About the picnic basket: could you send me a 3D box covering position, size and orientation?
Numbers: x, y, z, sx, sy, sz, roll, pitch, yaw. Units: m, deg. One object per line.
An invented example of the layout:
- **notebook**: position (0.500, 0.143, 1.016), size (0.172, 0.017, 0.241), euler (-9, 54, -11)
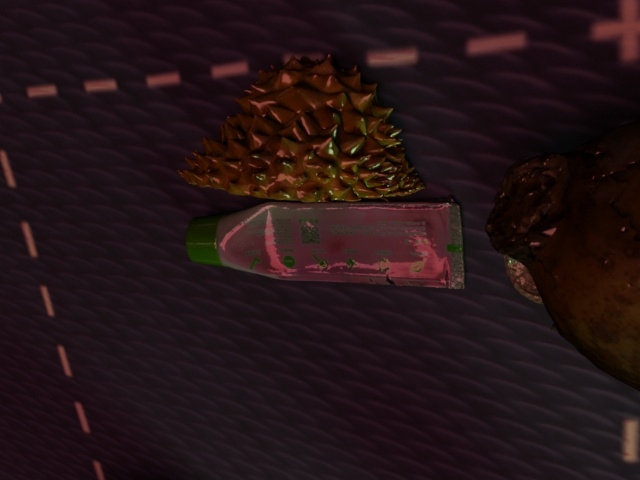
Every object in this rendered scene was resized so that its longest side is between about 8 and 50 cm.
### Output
- **picnic basket**: position (0.188, 0.025, 0.566), size (0.083, 0.083, 0.065), euler (-6, 114, 31)

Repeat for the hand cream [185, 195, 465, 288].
- **hand cream**: position (0.000, 0.000, 0.677), size (0.275, 0.050, 0.079), euler (1, 137, 20)

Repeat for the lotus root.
- **lotus root**: position (0.304, 0.034, 0.446), size (0.397, 0.196, 0.179), euler (19, 146, 13)

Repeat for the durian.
- **durian**: position (-0.022, -0.075, 0.616), size (0.182, 0.165, 0.132), euler (36, 158, 35)
